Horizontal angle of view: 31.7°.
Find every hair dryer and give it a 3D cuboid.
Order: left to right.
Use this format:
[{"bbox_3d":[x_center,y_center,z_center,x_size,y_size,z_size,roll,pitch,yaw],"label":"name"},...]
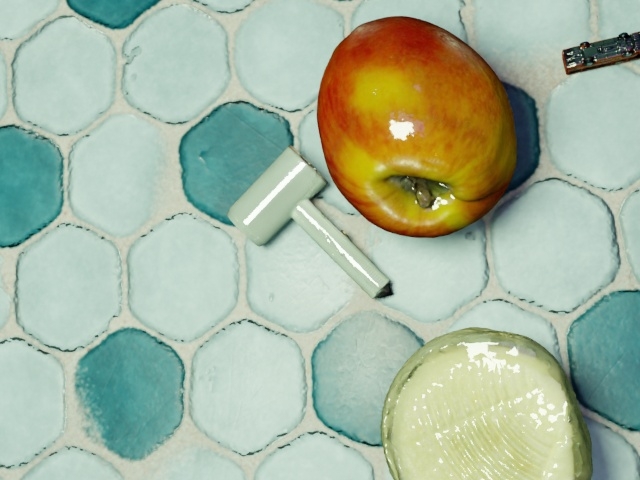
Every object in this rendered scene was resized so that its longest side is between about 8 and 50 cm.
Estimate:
[{"bbox_3d":[0.000,0.000,1.496,0.236,0.073,0.131,44,91,5],"label":"hair dryer"}]

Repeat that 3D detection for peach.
[{"bbox_3d":[0.122,-0.145,1.408,0.281,0.281,0.238,48,134,14],"label":"peach"}]

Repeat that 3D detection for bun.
[{"bbox_3d":[0.199,0.230,1.365,0.259,0.152,0.259,-1,88,19],"label":"bun"}]

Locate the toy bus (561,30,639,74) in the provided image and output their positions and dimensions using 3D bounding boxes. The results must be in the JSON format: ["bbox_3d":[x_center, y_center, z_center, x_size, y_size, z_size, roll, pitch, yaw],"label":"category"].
[{"bbox_3d":[0.372,-0.244,1.476,0.110,0.043,0.031,-11,75,10],"label":"toy bus"}]
